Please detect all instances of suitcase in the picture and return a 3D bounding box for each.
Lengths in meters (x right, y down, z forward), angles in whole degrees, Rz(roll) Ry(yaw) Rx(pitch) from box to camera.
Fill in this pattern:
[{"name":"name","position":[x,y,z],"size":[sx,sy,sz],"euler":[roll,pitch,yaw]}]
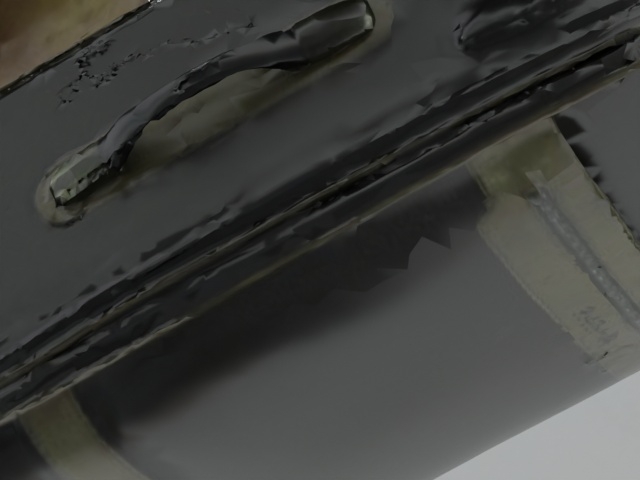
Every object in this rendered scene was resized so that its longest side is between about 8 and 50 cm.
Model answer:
[{"name":"suitcase","position":[0.000,0.000,0.849],"size":[0.434,0.283,0.194],"euler":[-30,-119,12]}]

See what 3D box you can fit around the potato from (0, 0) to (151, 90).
[{"name":"potato","position":[-0.200,-0.154,1.086],"size":[0.237,0.301,0.289],"euler":[24,-27,-20]}]
